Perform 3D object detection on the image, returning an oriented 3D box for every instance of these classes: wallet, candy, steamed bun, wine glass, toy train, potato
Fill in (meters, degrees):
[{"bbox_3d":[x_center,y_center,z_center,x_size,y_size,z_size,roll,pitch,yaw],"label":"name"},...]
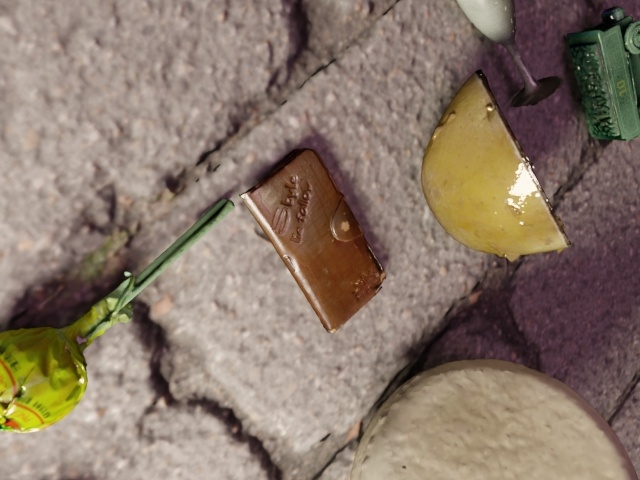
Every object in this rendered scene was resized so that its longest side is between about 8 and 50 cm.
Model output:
[{"bbox_3d":[0.000,0.000,0.654,0.095,0.026,0.176,-41,115,-23],"label":"wallet"},{"bbox_3d":[-0.166,0.049,0.546,0.262,0.073,0.077,-46,135,-26],"label":"candy"},{"bbox_3d":[0.167,0.269,0.664,0.283,0.283,0.177,-37,149,-22],"label":"steamed bun"},{"bbox_3d":[0.197,-0.242,0.722,0.066,0.066,0.198,-46,116,-18],"label":"wine glass"},{"bbox_3d":[0.371,-0.202,0.831,0.099,0.070,0.172,-30,111,-17],"label":"toy train"},{"bbox_3d":[0.169,-0.062,0.698,0.117,0.182,0.202,-27,107,20],"label":"potato"}]
